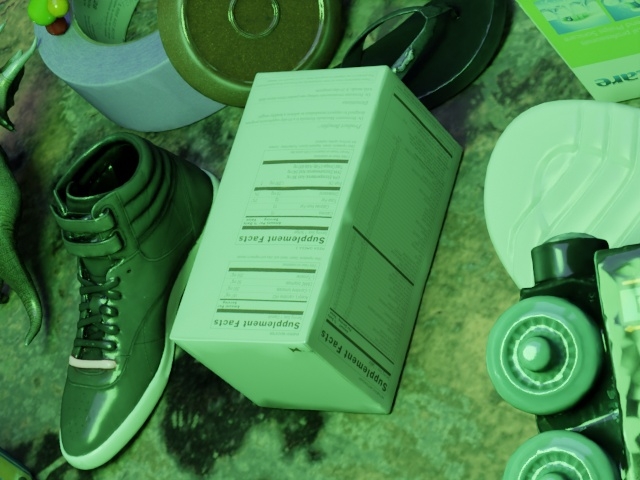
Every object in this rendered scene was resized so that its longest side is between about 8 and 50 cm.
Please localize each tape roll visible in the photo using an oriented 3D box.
[{"bbox_3d":[-0.141,-0.243,1.833,0.275,0.090,0.275,-20,51,27],"label":"tape roll"}]

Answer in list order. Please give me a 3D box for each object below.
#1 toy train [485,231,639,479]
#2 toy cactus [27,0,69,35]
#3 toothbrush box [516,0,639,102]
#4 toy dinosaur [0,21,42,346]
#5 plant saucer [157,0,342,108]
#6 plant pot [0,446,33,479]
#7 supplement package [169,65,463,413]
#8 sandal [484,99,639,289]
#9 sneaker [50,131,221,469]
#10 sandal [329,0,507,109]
[{"bbox_3d":[0.221,0.150,1.217,0.190,0.142,0.334,-12,78,24],"label":"toy train"},{"bbox_3d":[-0.211,-0.286,1.737,0.219,0.180,0.112,-43,65,13],"label":"toy cactus"},{"bbox_3d":[0.211,-0.268,1.447,0.122,0.283,0.206,-12,56,32],"label":"toothbrush box"},{"bbox_3d":[-0.324,-0.042,1.783,0.121,0.160,0.313,1,49,-14],"label":"toy dinosaur"},{"bbox_3d":[-0.060,-0.202,1.697,0.168,0.168,0.029,-54,11,-6],"label":"plant saucer"},{"bbox_3d":[-0.386,0.247,1.598,0.212,0.236,0.236,-5,58,27],"label":"plant pot"},{"bbox_3d":[0.000,0.000,1.529,0.134,0.139,0.244,0,61,35],"label":"supplement package"},{"bbox_3d":[0.292,0.033,1.325,0.416,0.102,0.169,28,95,32],"label":"sandal"},{"bbox_3d":[-0.190,0.040,1.641,0.104,0.147,0.296,4,66,37],"label":"sneaker"},{"bbox_3d":[0.050,-0.144,1.646,0.254,0.054,0.097,-33,47,15],"label":"sandal"}]
